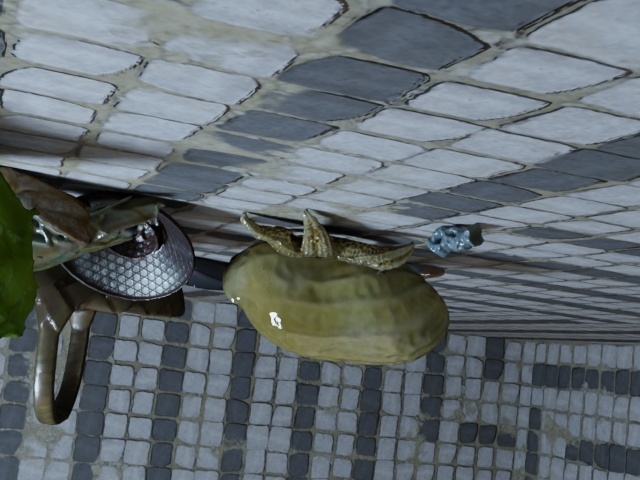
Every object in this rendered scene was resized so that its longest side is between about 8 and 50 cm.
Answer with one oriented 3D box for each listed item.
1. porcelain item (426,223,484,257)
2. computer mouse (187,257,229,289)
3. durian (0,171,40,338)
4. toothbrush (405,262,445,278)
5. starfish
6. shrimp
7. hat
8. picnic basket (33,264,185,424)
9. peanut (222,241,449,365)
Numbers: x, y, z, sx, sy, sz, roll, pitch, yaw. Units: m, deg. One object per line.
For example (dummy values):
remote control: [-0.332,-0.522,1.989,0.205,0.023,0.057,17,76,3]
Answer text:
porcelain item: [0.157,-0.002,1.156,0.028,0.036,0.083,17,163,-30]
computer mouse: [-0.223,0.072,1.986,0.120,0.057,0.232,0,171,40]
durian: [-0.447,-0.031,0.919,0.340,0.204,0.256,13,162,25]
toothbrush: [0.053,0.048,1.667,0.375,0.028,0.037,1,164,39]
starfish: [0.000,0.000,1.298,0.236,0.062,0.277,9,179,22]
shrimp: [-0.344,-0.028,1.152,0.317,0.077,0.168,-13,140,-3]
hat: [-0.251,-0.014,1.288,0.193,0.082,0.193,5,135,5]
picnic basket: [-0.374,0.117,1.451,0.337,0.337,0.293,7,175,-5]
peanut: [0.019,0.093,1.443,0.340,0.174,0.158,3,-175,5]
